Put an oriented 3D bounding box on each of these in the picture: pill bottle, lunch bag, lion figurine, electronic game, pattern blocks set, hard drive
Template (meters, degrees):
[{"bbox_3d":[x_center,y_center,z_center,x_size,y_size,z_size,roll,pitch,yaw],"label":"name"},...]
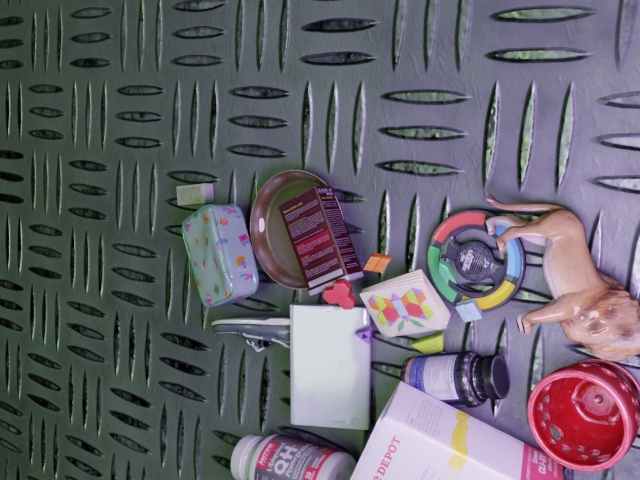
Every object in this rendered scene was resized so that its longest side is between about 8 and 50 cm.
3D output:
[{"bbox_3d":[-0.074,0.604,1.785,0.318,0.176,0.176,4,97,36],"label":"pill bottle"},{"bbox_3d":[-0.283,0.039,1.912,0.224,0.107,0.279,-28,74,52],"label":"lunch bag"},{"bbox_3d":[0.482,0.055,1.348,0.240,0.142,0.392,-16,77,7],"label":"lion figurine"},{"bbox_3d":[0.338,0.045,1.511,0.229,0.048,0.229,4,97,36],"label":"electronic game"},{"bbox_3d":[0.297,0.309,1.520,0.219,0.122,0.123,-13,87,36],"label":"pill bottle"},{"bbox_3d":[0.186,0.150,1.560,0.324,0.026,0.285,-32,105,38],"label":"pattern blocks set"},{"bbox_3d":[0.025,0.314,1.727,0.203,0.040,0.308,1,95,12],"label":"hard drive"}]

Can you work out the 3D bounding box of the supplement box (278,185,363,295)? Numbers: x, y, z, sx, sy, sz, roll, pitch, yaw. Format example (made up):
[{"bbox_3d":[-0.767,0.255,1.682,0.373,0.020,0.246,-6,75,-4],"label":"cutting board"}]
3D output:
[{"bbox_3d":[0.000,0.000,1.679,0.130,0.073,0.240,-24,81,35],"label":"supplement box"}]

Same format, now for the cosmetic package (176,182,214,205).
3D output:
[{"bbox_3d":[-0.367,-0.134,2.011,0.115,0.041,0.060,0,94,36],"label":"cosmetic package"}]

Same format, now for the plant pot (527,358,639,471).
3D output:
[{"bbox_3d":[0.518,0.326,1.328,0.191,0.174,0.191,4,97,35],"label":"plant pot"}]

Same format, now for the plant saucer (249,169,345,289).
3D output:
[{"bbox_3d":[-0.054,-0.028,1.789,0.310,0.050,0.311,4,96,36],"label":"plant saucer"}]

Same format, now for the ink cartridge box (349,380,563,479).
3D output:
[{"bbox_3d":[0.272,0.517,1.454,0.384,0.160,0.279,25,115,10],"label":"ink cartridge box"}]

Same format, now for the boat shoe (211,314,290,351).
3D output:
[{"bbox_3d":[-0.167,0.255,1.859,0.319,0.116,0.099,-4,88,31],"label":"boat shoe"}]
